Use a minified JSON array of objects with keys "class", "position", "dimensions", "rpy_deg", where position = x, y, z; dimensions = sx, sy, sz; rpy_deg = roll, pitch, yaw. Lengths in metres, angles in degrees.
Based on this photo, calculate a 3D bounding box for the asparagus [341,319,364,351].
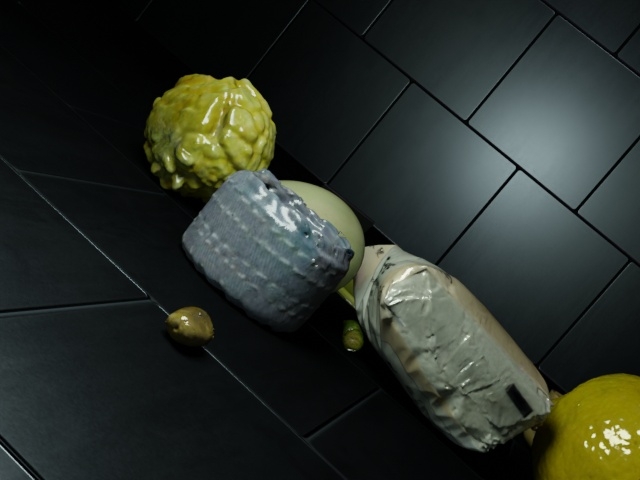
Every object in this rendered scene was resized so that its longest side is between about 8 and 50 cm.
[{"class":"asparagus","position":[0.060,0.160,1.807],"dimensions":[0.045,0.041,0.178],"rpy_deg":[46,7,-3]}]

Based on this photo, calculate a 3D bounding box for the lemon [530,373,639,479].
[{"class":"lemon","position":[0.518,0.387,1.701],"dimensions":[0.336,0.336,0.336],"rpy_deg":[39,8,-6]}]

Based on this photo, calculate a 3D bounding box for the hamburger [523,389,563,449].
[{"class":"hamburger","position":[0.506,0.409,2.125],"dimensions":[0.175,0.137,0.175],"rpy_deg":[34,7,-4]}]

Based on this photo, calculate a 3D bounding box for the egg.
[{"class":"egg","position":[-0.042,-0.006,1.728],"dimensions":[0.253,0.189,0.188],"rpy_deg":[23,14,-22]}]

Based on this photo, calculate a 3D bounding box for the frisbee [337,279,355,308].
[{"class":"frisbee","position":[0.095,0.132,2.206],"dimensions":[0.236,0.017,0.236],"rpy_deg":[39,8,-6]}]

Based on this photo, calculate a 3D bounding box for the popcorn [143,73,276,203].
[{"class":"popcorn","position":[-0.194,-0.176,1.824],"dimensions":[0.225,0.249,0.249],"rpy_deg":[43,4,-42]}]

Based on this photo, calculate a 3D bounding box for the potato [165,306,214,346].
[{"class":"potato","position":[-0.149,0.100,1.178],"dimensions":[0.051,0.040,0.083],"rpy_deg":[36,6,11]}]

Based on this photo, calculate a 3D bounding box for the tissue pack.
[{"class":"tissue pack","position":[0.201,0.179,1.757],"dimensions":[0.390,0.195,0.375],"rpy_deg":[51,-3,-9]}]

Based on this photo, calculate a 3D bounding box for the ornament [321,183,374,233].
[{"class":"ornament","position":[0.000,0.000,2.314],"dimensions":[0.166,0.153,0.196],"rpy_deg":[37,32,-10]}]

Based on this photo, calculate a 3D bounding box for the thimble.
[{"class":"thimble","position":[-0.077,0.011,1.540],"dimensions":[0.236,0.172,0.205],"rpy_deg":[42,6,24]}]
